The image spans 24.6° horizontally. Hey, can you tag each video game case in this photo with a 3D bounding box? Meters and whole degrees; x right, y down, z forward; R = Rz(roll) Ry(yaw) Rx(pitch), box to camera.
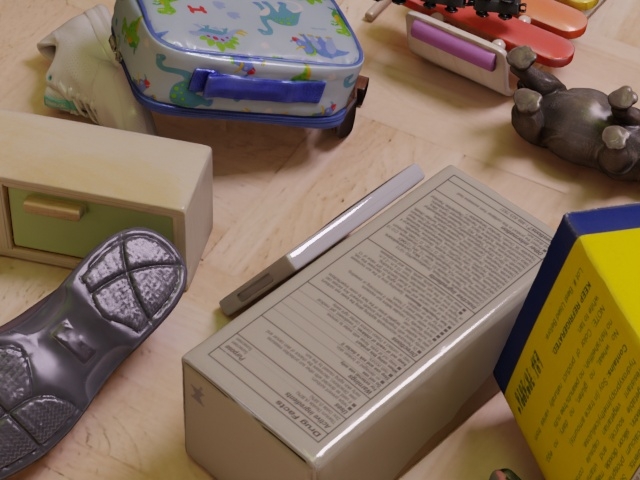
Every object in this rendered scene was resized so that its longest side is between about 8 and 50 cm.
[{"bbox_3d":[0.000,0.000,1.237,0.157,0.143,0.019,-35,90,-32],"label":"video game case"}]

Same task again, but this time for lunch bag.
[{"bbox_3d":[-0.080,-0.180,1.358,0.219,0.090,0.176,1,38,-25],"label":"lunch bag"}]

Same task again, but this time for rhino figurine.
[{"bbox_3d":[0.279,-0.095,1.369,0.243,0.106,0.073,28,79,21],"label":"rhino figurine"}]

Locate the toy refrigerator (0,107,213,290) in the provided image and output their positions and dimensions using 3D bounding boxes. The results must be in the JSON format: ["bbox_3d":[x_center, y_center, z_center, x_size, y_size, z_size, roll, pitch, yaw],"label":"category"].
[{"bbox_3d":[-0.236,-0.040,1.281,0.269,0.102,0.094,11,46,7],"label":"toy refrigerator"}]

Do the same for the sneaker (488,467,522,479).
[{"bbox_3d":[0.173,0.216,1.097,0.057,0.047,0.119,-21,58,-30],"label":"sneaker"}]

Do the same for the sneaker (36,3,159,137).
[{"bbox_3d":[-0.220,-0.142,1.413,0.094,0.080,0.212,-22,44,-7],"label":"sneaker"}]

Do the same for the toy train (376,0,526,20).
[{"bbox_3d":[0.124,-0.242,1.439,0.158,0.027,0.036,10,35,9],"label":"toy train"}]

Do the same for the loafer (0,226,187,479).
[{"bbox_3d":[-0.229,0.107,1.163,0.109,0.095,0.302,49,60,0],"label":"loafer"}]

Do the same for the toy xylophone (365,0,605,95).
[{"bbox_3d":[0.187,-0.270,1.546,0.236,0.081,0.323,21,48,17],"label":"toy xylophone"}]

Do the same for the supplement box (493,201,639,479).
[{"bbox_3d":[0.295,0.161,1.020,0.195,0.194,0.357,-7,51,-21],"label":"supplement box"}]

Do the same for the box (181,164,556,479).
[{"bbox_3d":[0.049,0.086,1.159,0.311,0.121,0.148,-34,57,-31],"label":"box"}]

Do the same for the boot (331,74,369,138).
[{"bbox_3d":[-0.018,-0.143,1.440,0.114,0.037,0.106,15,33,7],"label":"boot"}]
